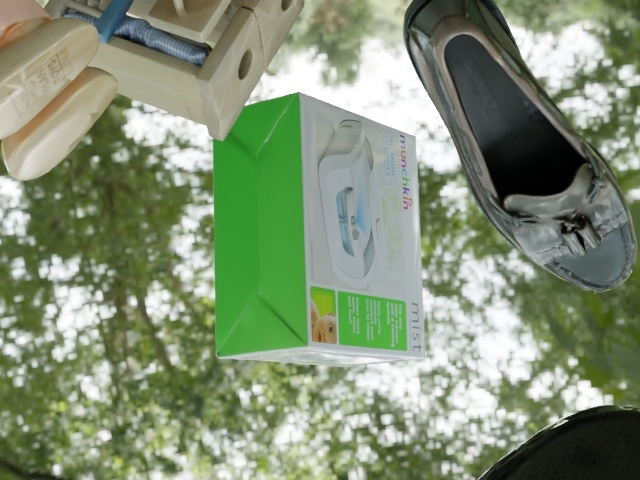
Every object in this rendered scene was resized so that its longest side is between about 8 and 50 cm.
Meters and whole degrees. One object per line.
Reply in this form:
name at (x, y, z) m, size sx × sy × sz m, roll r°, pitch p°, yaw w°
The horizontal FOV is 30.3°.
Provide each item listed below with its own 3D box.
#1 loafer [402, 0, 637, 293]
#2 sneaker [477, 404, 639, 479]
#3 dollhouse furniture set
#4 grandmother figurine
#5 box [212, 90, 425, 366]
loafer at (0.143, -0.056, 0.832) m, size 0.096 × 0.267 × 0.084 m, roll -33°, pitch -158°, yaw 13°
sneaker at (0.081, 0.161, 0.382) m, size 0.125 × 0.140 × 0.341 m, roll 34°, pitch -137°, yaw 6°
dollhouse furniture set at (-0.097, -0.182, 0.733) m, size 0.129 × 0.184 × 0.129 m, roll 21°, pitch -116°, yaw 15°
grandmother figurine at (-0.253, -0.186, 0.601) m, size 0.104 × 0.342 × 0.208 m, roll -42°, pitch 170°, yaw -19°
box at (0.000, 0.000, 1.277) m, size 0.126 × 0.262 × 0.231 m, roll -9°, pitch 166°, yaw 35°
